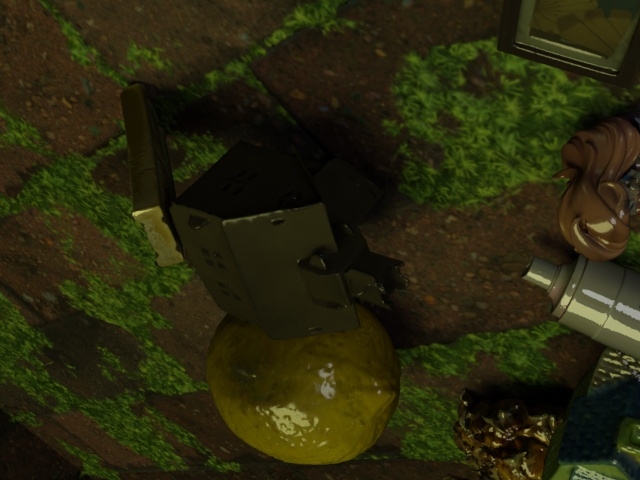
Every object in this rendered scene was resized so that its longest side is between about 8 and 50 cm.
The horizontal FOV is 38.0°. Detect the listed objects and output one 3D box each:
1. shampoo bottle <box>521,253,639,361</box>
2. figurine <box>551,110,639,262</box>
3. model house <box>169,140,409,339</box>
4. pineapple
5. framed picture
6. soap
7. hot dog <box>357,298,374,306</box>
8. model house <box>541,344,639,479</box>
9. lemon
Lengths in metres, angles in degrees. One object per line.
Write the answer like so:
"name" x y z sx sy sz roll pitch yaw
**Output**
"shampoo bottle" 0.366 0.092 1.017 0.303 0.092 0.092 24 146 8
"figurine" 0.268 -0.051 0.874 0.114 0.157 0.126 46 154 15
"model house" 0.000 0.000 1.069 0.243 0.204 0.211 19 145 33
"pineapple" 0.287 0.307 1.272 0.334 0.158 0.161 16 156 30
"framed picture" 0.219 -0.199 0.778 0.127 0.023 0.168 19 159 13
"soap" -0.206 -0.086 1.123 0.037 0.252 0.092 -16 135 -1
"hot dog" 0.030 0.044 1.257 0.133 0.041 0.056 42 145 -16
"model house" 0.374 0.236 1.092 0.195 0.214 0.189 20 144 20
"lemon" -0.030 0.186 1.305 0.310 0.253 0.254 12 142 33
